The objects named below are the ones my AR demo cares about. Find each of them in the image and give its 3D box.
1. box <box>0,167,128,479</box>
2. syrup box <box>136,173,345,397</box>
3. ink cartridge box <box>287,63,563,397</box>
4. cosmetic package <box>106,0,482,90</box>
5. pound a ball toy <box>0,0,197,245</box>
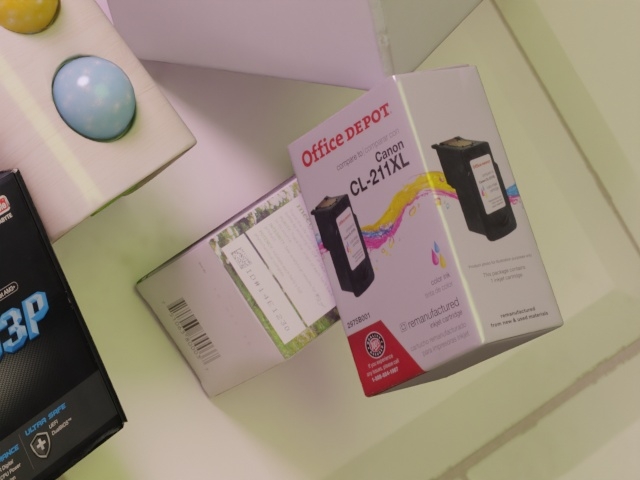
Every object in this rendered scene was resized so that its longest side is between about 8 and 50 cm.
[{"bbox_3d":[-0.225,0.082,1.053,0.220,0.051,0.175,-36,110,-45],"label":"box"},{"bbox_3d":[0.000,0.000,1.267,0.237,0.096,0.093,-36,94,-41],"label":"syrup box"},{"bbox_3d":[0.061,-0.006,1.168,0.072,0.127,0.175,-10,77,-37],"label":"ink cartridge box"},{"bbox_3d":[0.056,-0.295,1.335,0.453,0.230,0.162,-46,136,-40],"label":"cosmetic package"},{"bbox_3d":[-0.197,-0.171,1.179,0.208,0.135,0.319,-37,93,-41],"label":"pound a ball toy"}]
